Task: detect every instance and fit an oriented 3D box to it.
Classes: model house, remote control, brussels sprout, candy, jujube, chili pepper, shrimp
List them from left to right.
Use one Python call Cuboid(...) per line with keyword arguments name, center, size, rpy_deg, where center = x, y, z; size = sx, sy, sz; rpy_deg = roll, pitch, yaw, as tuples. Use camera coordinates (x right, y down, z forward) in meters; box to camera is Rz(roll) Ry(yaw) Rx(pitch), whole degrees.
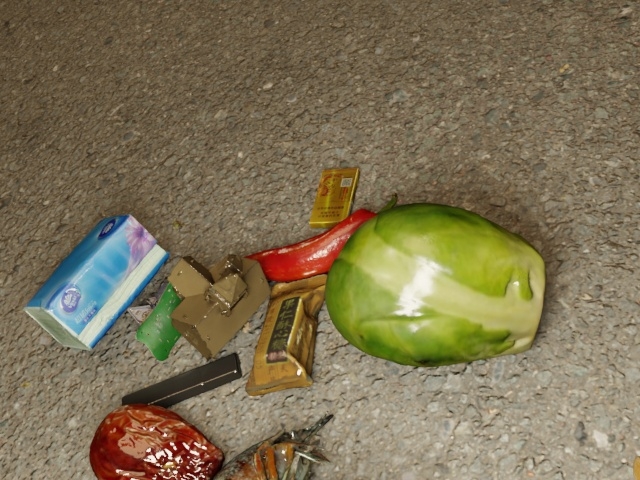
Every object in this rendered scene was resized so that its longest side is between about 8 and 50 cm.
Cuboid(name="model house", center=(-0.333, 0.148, 1.711), size=(0.088, 0.117, 0.167), rpy_deg=(11, 59, 35))
Cuboid(name="jujube", center=(-0.285, 0.379, 1.472), size=(0.236, 0.168, 0.168), rpy_deg=(13, 56, 13))
Cuboid(name="remote control", center=(-0.269, 0.282, 1.627), size=(0.245, 0.025, 0.063), rpy_deg=(-23, 42, 3))
Cuboid(name="model house", center=(-0.194, 0.088, 1.571), size=(0.176, 0.248, 0.181), rpy_deg=(42, 63, 1))
Cuboid(name="shrimp", center=(-0.083, 0.406, 1.355), size=(0.372, 0.172, 0.137), rpy_deg=(-20, 44, -41))
Cuboid(name="candy", center=(-0.054, 0.169, 1.586), size=(0.143, 0.101, 0.271), rpy_deg=(-13, 41, 22))
Cuboid(name="chili pepper", center=(-0.003, 0.006, 1.705), size=(0.368, 0.092, 0.137), rpy_deg=(-20, 47, 4))
Cuboid(name="brussels sprout", center=(0.191, 0.084, 1.435), size=(0.371, 0.315, 0.276), rpy_deg=(5, 77, 20))

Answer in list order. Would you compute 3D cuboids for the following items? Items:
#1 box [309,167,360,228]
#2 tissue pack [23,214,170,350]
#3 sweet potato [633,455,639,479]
Cuboid(name="box", center=(0.032, -0.093, 1.824), size=(0.089, 0.022, 0.156), rpy_deg=(-3, 50, 19))
Cuboid(name="tissue pack", center=(-0.471, 0.085, 1.763), size=(0.263, 0.146, 0.198), rpy_deg=(-52, 24, -25))
Cuboid(name="sweet potato", center=(0.588, 0.261, 1.212), size=(0.336, 0.131, 0.131), rpy_deg=(-40, 48, -15))
